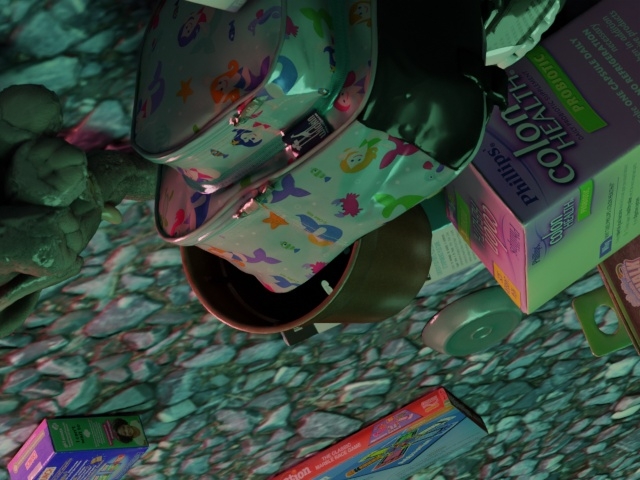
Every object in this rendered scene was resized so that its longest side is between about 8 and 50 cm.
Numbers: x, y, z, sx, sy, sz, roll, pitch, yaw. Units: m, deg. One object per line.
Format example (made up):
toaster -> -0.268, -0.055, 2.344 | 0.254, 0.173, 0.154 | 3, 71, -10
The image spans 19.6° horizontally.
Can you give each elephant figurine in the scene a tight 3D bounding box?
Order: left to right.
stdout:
elephant figurine -> -0.220, -0.012, 1.325 | 0.186, 0.169, 0.239 | 6, 168, 4

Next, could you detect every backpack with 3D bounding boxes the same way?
backpack -> -0.019, -0.096, 1.242 | 0.191, 0.225, 0.253 | 21, 138, -25

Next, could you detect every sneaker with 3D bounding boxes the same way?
sneaker -> 0.079, -0.153, 1.365 | 0.234, 0.078, 0.106 | -33, 154, 22

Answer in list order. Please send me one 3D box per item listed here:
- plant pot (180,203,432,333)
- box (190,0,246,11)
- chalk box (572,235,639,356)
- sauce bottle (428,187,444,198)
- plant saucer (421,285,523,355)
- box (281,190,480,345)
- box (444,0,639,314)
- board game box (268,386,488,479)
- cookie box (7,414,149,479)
plant pot -> 0.000, 0.000, 1.499 | 0.167, 0.167, 0.165 | -35, 157, 21
box -> 0.020, -0.260, 1.055 | 0.324, 0.063, 0.067 | -42, 150, 28
chalk box -> 0.360, 0.045, 1.855 | 0.213, 0.132, 0.132 | -27, 162, 17
sauce bottle -> 0.127, -0.079, 1.574 | 0.128, 0.042, 0.042 | -31, 152, 9
plant saucer -> 0.163, 0.088, 1.919 | 0.119, 0.021, 0.119 | -18, 152, -10
box -> 0.062, 0.004, 1.649 | 0.244, 0.060, 0.100 | -24, 153, 1
box -> 0.225, -0.083, 1.484 | 0.243, 0.117, 0.213 | -36, 160, -6
board game box -> 0.046, 0.260, 2.129 | 0.281, 0.027, 0.145 | -29, 154, 11
cookie box -> -0.236, 0.210, 1.806 | 0.107, 0.040, 0.092 | 1, 144, -39
